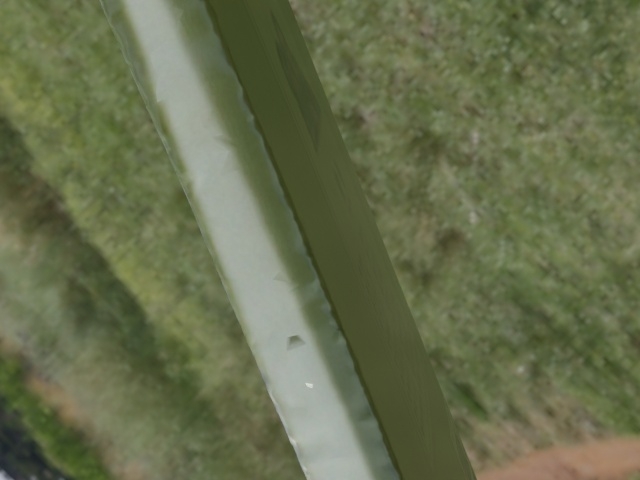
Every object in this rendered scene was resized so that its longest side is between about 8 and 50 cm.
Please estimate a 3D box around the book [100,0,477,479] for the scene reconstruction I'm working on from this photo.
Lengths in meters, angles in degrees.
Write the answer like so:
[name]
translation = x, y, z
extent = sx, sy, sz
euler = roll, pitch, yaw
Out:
[book]
translation = 0.000, 0.000, 0.519
extent = 0.239, 0.035, 0.352
euler = -79, -32, -73
